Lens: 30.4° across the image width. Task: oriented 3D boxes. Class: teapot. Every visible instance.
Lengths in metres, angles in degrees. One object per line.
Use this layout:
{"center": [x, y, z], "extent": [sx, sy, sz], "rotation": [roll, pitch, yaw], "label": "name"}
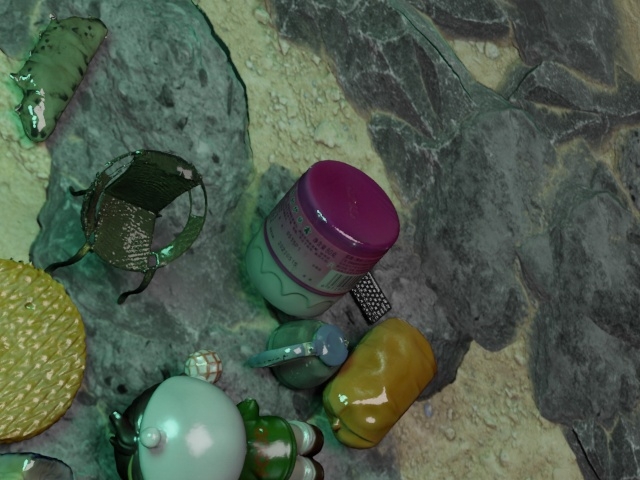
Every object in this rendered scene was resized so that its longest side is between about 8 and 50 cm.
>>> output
{"center": [-0.024, 0.163, 1.816], "extent": [0.149, 0.108, 0.111], "rotation": [28, 57, -32], "label": "teapot"}

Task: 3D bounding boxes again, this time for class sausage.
{"center": [0.093, 0.230, 1.887], "extent": [0.136, 0.120, 0.241], "rotation": [43, 50, -3], "label": "sausage"}

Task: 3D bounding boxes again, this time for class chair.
{"center": [-0.261, -0.027, 1.612], "extent": [0.174, 0.213, 0.149], "rotation": [25, 54, -31], "label": "chair"}

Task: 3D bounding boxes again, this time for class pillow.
{"center": [-0.384, -0.250, 1.688], "extent": [0.093, 0.051, 0.241], "rotation": [42, 53, -29], "label": "pillow"}

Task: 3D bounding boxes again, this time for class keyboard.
{"center": [0.053, 0.043, 1.991], "extent": [0.061, 0.013, 0.204], "rotation": [-37, 100, -43], "label": "keyboard"}

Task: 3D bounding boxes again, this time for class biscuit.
{"center": [-0.418, 0.142, 1.530], "extent": [0.254, 0.035, 0.254], "rotation": [17, 63, -37], "label": "biscuit"}

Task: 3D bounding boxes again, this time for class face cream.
{"center": [0.000, 0.000, 1.807], "extent": [0.175, 0.195, 0.175], "rotation": [26, 38, -22], "label": "face cream"}

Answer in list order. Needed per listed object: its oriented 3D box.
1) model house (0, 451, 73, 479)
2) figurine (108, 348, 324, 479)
{"center": [-0.389, 0.392, 1.360], "extent": [0.284, 0.243, 0.298], "rotation": [-64, 148, -63], "label": "model house"}
{"center": [-0.137, 0.292, 1.640], "extent": [0.370, 0.167, 0.281], "rotation": [18, 68, -46], "label": "figurine"}
